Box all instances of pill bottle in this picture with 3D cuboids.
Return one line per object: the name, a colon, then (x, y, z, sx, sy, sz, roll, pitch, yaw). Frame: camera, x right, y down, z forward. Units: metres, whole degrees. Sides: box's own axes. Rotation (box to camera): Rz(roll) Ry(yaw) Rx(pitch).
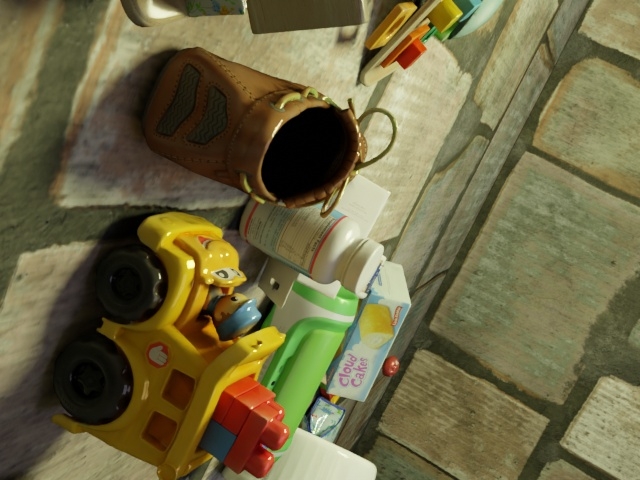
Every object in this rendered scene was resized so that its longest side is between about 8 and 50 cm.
pill bottle: (-0.010, -0.003, 0.895, 0.087, 0.160, 0.087, -54, 163, -24)
pill bottle: (0.071, 0.069, 1.443, 0.120, 0.067, 0.067, -62, 164, 2)

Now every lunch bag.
lunch bag: (-0.015, 0.479, 1.831, 0.151, 0.096, 0.128, -53, 166, -60)

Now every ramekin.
ramekin: (-0.031, 0.429, 1.390, 0.277, 0.277, 0.135, 70, 44, -70)

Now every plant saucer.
plant saucer: (0.260, -0.390, 1.159, 0.195, 0.037, 0.195, -61, -170, 18)

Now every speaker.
speaker: (-0.055, 0.196, 1.168, 0.296, 0.131, 0.131, -64, 164, 10)

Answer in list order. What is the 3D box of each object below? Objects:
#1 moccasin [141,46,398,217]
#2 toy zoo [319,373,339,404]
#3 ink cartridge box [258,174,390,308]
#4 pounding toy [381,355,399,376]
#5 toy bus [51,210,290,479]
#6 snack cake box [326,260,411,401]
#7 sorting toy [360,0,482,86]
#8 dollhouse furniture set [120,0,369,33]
moccasin: (-0.017, -0.093, 0.740, 0.139, 0.147, 0.380, -62, 164, 3)
toy zoo: (0.063, 0.321, 1.924, 0.192, 0.030, 0.293, -55, 163, -20)
ink cartridge box: (0.000, 0.000, 1.003, 0.198, 0.067, 0.115, -61, -156, 2)
pounding toy: (0.138, 0.237, 1.774, 0.183, 0.110, 0.236, 20, 92, -59)
toy bus: (-0.108, 0.110, 0.695, 0.220, 0.211, 0.149, -65, 162, 9)
snack cake box: (0.093, 0.184, 1.570, 0.152, 0.089, 0.264, -95, -157, -61)
sorting toy: (0.154, -0.292, 1.014, 0.196, 0.047, 0.348, -47, 176, 42)
dollhouse furniture set: (-0.034, -0.223, 0.369, 0.161, 0.212, 0.242, -42, 129, -53)
